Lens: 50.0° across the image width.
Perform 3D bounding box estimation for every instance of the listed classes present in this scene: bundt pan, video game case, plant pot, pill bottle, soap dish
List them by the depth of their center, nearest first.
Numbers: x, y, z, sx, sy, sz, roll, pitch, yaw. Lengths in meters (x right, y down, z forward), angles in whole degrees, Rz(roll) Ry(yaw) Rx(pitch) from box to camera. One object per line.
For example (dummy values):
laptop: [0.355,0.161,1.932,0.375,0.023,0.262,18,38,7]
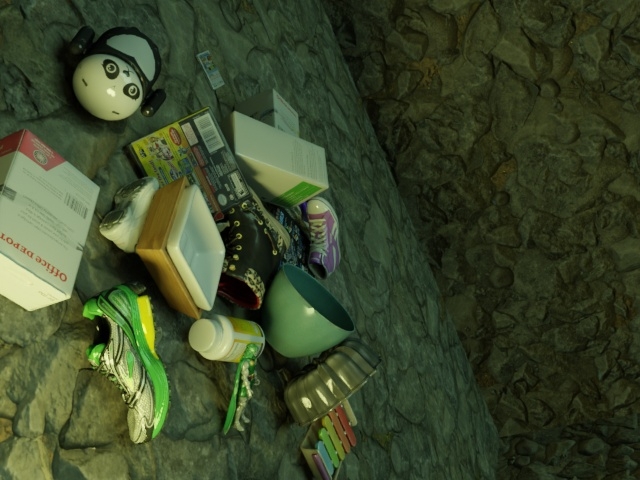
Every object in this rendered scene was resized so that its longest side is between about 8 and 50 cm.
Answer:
soap dish: [-0.337,0.023,1.678,0.291,0.118,0.229,76,17,-50]
pill bottle: [-0.247,0.258,1.803,0.215,0.117,0.117,25,51,-59]
video game case: [-0.343,-0.183,1.828,0.248,0.035,0.274,-32,107,-25]
plant pot: [-0.068,0.237,2.064,0.290,0.195,0.290,41,10,-9]
bundt pan: [0.024,0.409,2.068,0.124,0.331,0.331,53,25,1]
video game case: [-0.364,-0.562,2.262,0.122,0.011,0.087,65,25,-16]

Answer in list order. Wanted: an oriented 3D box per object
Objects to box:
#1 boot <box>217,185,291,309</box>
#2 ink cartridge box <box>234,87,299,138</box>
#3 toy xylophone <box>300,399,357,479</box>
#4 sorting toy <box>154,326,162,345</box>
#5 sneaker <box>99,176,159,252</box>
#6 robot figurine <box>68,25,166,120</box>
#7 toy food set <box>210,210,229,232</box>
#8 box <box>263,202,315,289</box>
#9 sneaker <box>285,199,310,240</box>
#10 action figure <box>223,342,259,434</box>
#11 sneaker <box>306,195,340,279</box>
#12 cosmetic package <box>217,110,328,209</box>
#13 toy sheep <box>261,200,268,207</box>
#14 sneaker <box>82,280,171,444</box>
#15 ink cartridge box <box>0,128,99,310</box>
boot: [-0.254,-0.005,1.949,0.377,0.138,0.284,47,40,-29]
ink cartridge box: [-0.180,-0.353,2.317,0.171,0.168,0.232,40,39,-51]
toy xylophone: [0.037,0.652,2.188,0.236,0.081,0.322,63,25,-20]
sorting toy: [-0.402,0.244,1.578,0.083,0.045,0.075,-6,87,-67]
sneaker: [-0.446,-0.060,1.659,0.232,0.090,0.115,-70,145,-43]
robot figurine: [-0.490,-0.414,1.678,0.278,0.209,0.173,-79,179,-48]
toy food set: [-0.301,-0.039,1.829,0.122,0.019,0.078,-33,122,-23]
box: [-0.116,0.060,2.285,0.293,0.073,0.295,50,32,-39]
sneaker: [-0.092,-0.117,2.437,0.293,0.102,0.146,53,30,-52]
action figure: [-0.195,0.375,1.781,0.137,0.063,0.232,-53,154,-73]
sneaker: [0.001,0.000,2.340,0.161,0.102,0.282,-53,132,-57]
cosmetic package: [-0.174,-0.237,2.100,0.366,0.197,0.155,14,60,-40]
toy sheep: [-0.197,-0.162,2.253,0.091,0.091,0.132,52,35,-38]
sneaker: [-0.421,0.268,1.453,0.146,0.134,0.343,-14,90,-41]
ink cartridge box: [-0.565,-0.038,1.325,0.207,0.117,0.283,48,33,-44]
